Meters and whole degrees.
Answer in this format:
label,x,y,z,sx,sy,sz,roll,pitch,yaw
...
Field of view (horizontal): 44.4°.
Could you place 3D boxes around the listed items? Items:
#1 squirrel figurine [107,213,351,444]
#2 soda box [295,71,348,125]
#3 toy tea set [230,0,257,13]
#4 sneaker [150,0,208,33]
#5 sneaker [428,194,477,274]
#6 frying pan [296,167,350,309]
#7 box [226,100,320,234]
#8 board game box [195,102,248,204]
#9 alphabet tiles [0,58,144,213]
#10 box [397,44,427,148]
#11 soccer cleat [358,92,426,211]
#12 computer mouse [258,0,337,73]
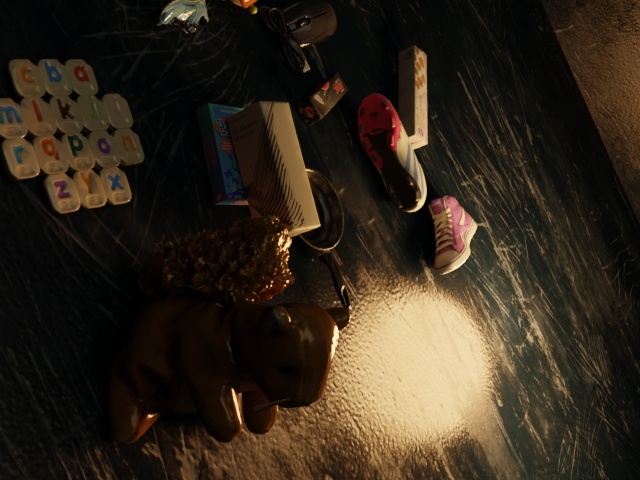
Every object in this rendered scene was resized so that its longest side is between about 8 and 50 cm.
label,x,y,z,sx,sy,sz,roll,pitch,yaw
squirrel figurine,-0.144,0.136,1.323,0.281,0.371,0.396,12,66,-46
soda box,0.005,-0.356,1.958,0.060,0.053,0.169,55,41,-18
toy tea set,-0.226,-0.680,1.784,0.336,0.124,0.200,62,1,18
sneaker,-0.288,-0.474,1.658,0.162,0.063,0.073,-35,105,-50
sneaker,0.342,-0.027,2.188,0.161,0.102,0.282,53,31,-16
frying pan,0.012,-0.017,1.826,0.326,0.053,0.197,60,40,-15
box,-0.098,-0.142,1.627,0.094,0.113,0.275,-10,82,-50
board game box,-0.176,-0.181,1.677,0.160,0.047,0.210,-3,76,-50
alphabet tiles,-0.443,-0.187,1.388,0.284,0.021,0.277,-17,88,-51
box,0.268,-0.418,2.283,0.063,0.067,0.323,27,54,-40
soccer cleat,0.193,-0.233,2.099,0.331,0.116,0.143,70,23,-4
computer mouse,-0.027,-0.548,1.986,0.188,0.072,0.272,59,40,-13
